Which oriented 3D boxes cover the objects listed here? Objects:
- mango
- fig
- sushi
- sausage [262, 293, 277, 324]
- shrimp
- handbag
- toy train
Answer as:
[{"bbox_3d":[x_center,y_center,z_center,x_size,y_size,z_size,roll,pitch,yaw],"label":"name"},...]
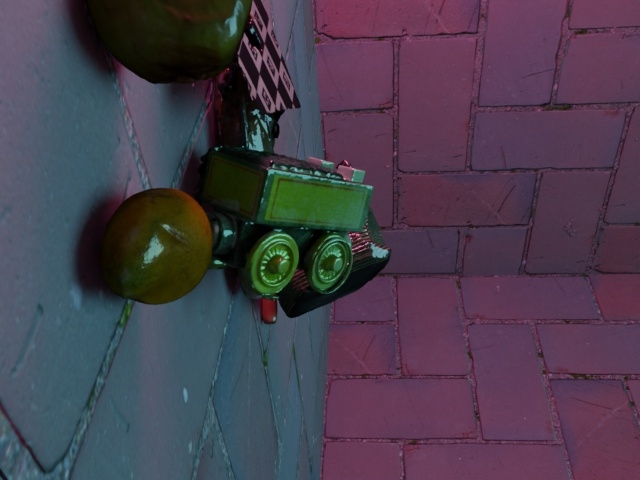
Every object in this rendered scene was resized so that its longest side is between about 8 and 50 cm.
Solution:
[{"bbox_3d":[-0.157,0.003,0.624,0.165,0.089,0.115,52,47,-77],"label":"mango"},{"bbox_3d":[-0.137,-0.219,0.586,0.154,0.144,0.166,44,-10,48],"label":"fig"},{"bbox_3d":[-0.121,-0.300,0.878,0.264,0.050,0.290,-58,128,-73],"label":"sushi"},{"bbox_3d":[-0.109,0.138,1.410,0.034,0.034,0.083,67,20,-77],"label":"sausage"},{"bbox_3d":[-0.111,-0.111,1.093,0.221,0.109,0.446,-93,-177,-63],"label":"shrimp"},{"bbox_3d":[0.000,0.000,1.346,0.341,0.247,0.240,105,-37,-74],"label":"handbag"},{"bbox_3d":[-0.053,-0.029,0.935,0.271,0.159,0.188,5,103,-47],"label":"toy train"}]
